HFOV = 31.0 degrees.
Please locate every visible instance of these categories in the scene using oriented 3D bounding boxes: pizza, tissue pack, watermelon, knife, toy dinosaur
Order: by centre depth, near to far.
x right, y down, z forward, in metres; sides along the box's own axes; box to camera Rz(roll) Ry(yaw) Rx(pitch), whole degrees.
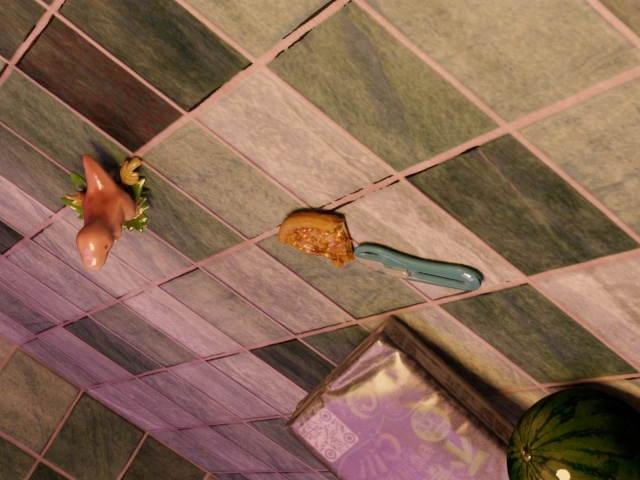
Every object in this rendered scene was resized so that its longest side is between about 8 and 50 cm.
[{"bbox_3d":[0.146,0.044,1.772,0.222,0.031,0.064,12,147,33],"label":"knife"},{"bbox_3d":[0.416,0.353,1.828,0.242,0.242,0.242,24,155,12],"label":"watermelon"},{"bbox_3d":[0.000,0.000,1.838,0.178,0.041,0.131,1,145,47],"label":"pizza"},{"bbox_3d":[-0.386,-0.052,1.965,0.152,0.194,0.177,6,-177,6],"label":"toy dinosaur"},{"bbox_3d":[0.169,0.362,2.027,0.394,0.124,0.288,42,118,-1],"label":"tissue pack"}]
